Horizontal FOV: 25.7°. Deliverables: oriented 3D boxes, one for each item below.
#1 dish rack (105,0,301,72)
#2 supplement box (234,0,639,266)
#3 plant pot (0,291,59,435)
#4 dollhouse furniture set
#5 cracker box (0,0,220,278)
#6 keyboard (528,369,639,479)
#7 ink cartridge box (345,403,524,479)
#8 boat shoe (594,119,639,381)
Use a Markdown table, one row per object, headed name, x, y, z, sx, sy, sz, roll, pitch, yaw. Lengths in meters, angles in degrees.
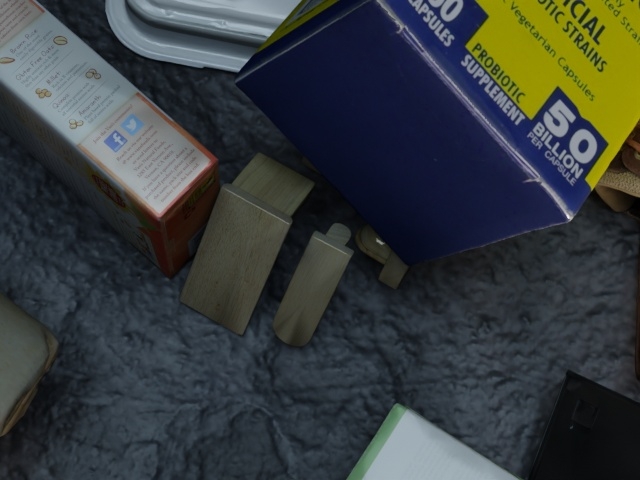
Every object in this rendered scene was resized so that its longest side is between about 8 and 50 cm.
| name | x | y | z | sx | sy | sz | roll | pitch | yaw |
| --- | --- | --- | --- | --- | --- | --- | --- | --- | --- |
| dish rack | 0.004 | -0.270 | 1.157 | 0.333 | 0.072 | 0.285 | 10 | 73 | -1 |
| supplement box | 0.143 | -0.184 | 1.003 | 0.194 | 0.195 | 0.356 | 46 | 61 | -15 |
| plant pot | -0.358 | 0.082 | 0.928 | 0.305 | 0.334 | 0.333 | 32 | 75 | -4 |
| dollhouse furniture set | 0.000 | 0.000 | 1.098 | 0.144 | 0.123 | 0.151 | 29 | 40 | 6 |
| cracker box | -0.178 | -0.087 | 1.048 | 0.232 | 0.155 | 0.067 | 41 | 76 | 8 |
| keyboard | 0.299 | 0.169 | 0.962 | 0.317 | 0.033 | 0.201 | 26 | 103 | 34 |
| ink cartridge box | 0.108 | 0.249 | 1.003 | 0.235 | 0.056 | 0.171 | 31 | 75 | 11 |
| boat shoe | 0.272 | -0.052 | 1.081 | 0.123 | 0.123 | 0.341 | -1 | 80 | -4 |
